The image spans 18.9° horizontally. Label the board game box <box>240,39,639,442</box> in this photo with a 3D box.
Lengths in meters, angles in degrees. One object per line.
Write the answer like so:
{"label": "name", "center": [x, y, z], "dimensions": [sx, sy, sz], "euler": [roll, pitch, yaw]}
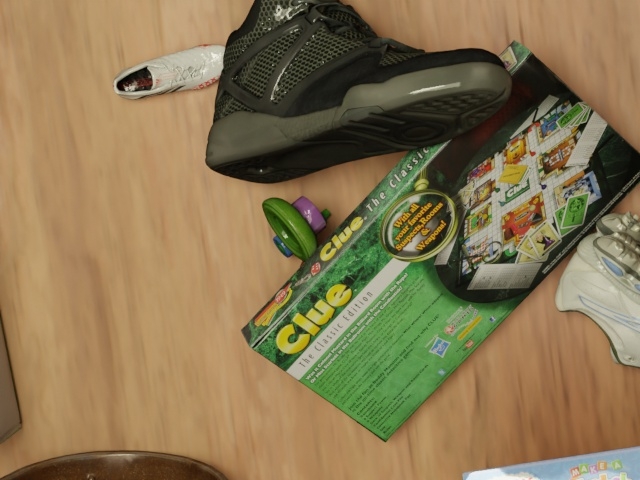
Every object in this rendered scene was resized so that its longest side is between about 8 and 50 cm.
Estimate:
{"label": "board game box", "center": [0.083, 0.005, 1.252], "dimensions": [0.259, 0.030, 0.136], "euler": [-46, 125, 9]}

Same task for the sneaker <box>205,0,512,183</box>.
{"label": "sneaker", "center": [0.019, -0.116, 1.211], "dimensions": [0.227, 0.087, 0.130], "euler": [-10, 73, 44]}

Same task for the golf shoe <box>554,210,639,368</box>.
{"label": "golf shoe", "center": [0.235, 0.060, 1.268], "dimensions": [0.176, 0.069, 0.086], "euler": [38, 124, 0]}

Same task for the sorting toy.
{"label": "sorting toy", "center": [0.000, 0.000, 1.278], "dimensions": [0.042, 0.061, 0.102], "euler": [-38, 126, -13]}

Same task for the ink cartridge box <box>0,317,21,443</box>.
{"label": "ink cartridge box", "center": [-0.331, 0.076, 1.306], "dimensions": [0.219, 0.092, 0.160], "euler": [-10, 95, 7]}

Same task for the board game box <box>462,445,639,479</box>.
{"label": "board game box", "center": [0.177, 0.153, 1.200], "dimensions": [0.160, 0.211, 0.039], "euler": [-9, 81, 7]}

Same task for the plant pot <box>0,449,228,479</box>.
{"label": "plant pot", "center": [-0.139, 0.246, 1.278], "dimensions": [0.167, 0.167, 0.165], "euler": [0, 104, 6]}

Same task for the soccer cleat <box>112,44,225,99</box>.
{"label": "soccer cleat", "center": [-0.100, -0.111, 1.286], "dimensions": [0.083, 0.035, 0.029], "euler": [-13, 95, 8]}
